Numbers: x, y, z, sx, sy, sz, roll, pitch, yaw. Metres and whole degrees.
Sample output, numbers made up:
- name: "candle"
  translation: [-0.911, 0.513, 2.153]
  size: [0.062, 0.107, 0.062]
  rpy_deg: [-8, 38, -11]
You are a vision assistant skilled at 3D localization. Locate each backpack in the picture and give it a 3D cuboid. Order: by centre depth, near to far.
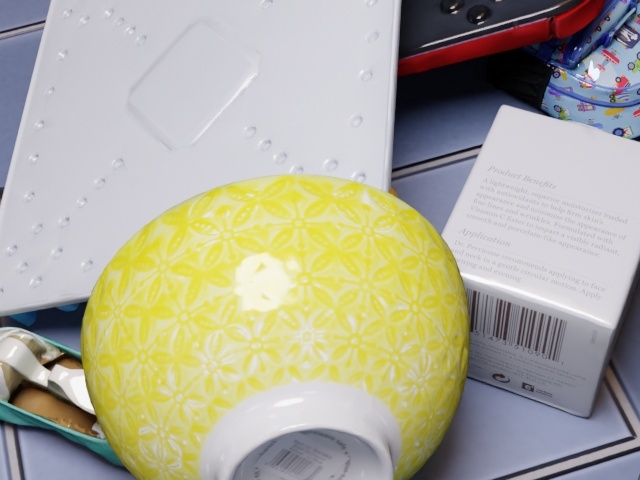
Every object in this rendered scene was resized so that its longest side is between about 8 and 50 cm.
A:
- name: "backpack"
  translation: [0.268, -0.186, 1.130]
  size: [0.173, 0.117, 0.158]
  rpy_deg: [37, 65, 24]

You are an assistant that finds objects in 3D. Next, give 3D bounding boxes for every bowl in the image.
- name: "bowl"
  translation: [-0.021, 0.114, 0.806]
  size: [0.289, 0.289, 0.156]
  rpy_deg: [-11, 36, -3]

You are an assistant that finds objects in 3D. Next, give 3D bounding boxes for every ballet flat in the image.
- name: "ballet flat"
  translation: [-0.222, 0.116, 0.966]
  size: [0.247, 0.087, 0.083]
  rpy_deg: [18, 58, 17]

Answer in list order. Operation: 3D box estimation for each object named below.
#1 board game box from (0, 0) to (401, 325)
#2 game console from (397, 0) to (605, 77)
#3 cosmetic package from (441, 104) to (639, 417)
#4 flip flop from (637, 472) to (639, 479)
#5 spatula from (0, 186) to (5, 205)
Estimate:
- name: "board game box"
  translation: [-0.101, -0.127, 1.025]
  size: [0.389, 0.050, 0.390]
  rpy_deg: [-11, 58, 27]
- name: "game console"
  translation: [0.080, -0.317, 1.119]
  size: [0.342, 0.060, 0.387]
  rpy_deg: [-12, 55, 8]
- name: "cosmetic package"
  translation: [0.187, 0.016, 0.965]
  size: [0.151, 0.151, 0.184]
  rpy_deg: [19, 58, 17]
- name: "flip flop"
  translation: [0.337, 0.135, 0.916]
  size: [0.112, 0.080, 0.277]
  rpy_deg: [20, 73, 36]
- name: "spatula"
  translation: [-0.188, -0.048, 1.118]
  size: [0.296, 0.030, 0.084]
  rpy_deg: [-7, 57, -1]
